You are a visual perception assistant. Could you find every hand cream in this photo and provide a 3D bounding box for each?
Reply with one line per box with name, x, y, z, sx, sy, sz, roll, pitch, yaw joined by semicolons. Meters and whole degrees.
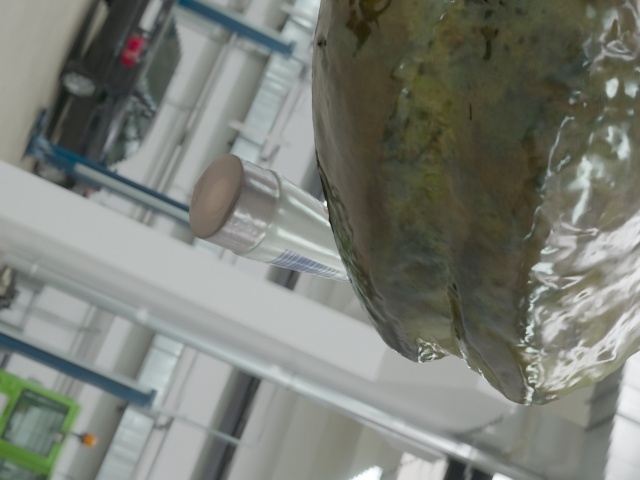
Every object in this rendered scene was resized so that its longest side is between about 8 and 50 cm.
hand cream;0.000;0.000;1.094;0.133;0.247;0.083;34;-81;52

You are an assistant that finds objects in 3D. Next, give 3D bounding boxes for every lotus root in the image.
lotus root;0.119;-0.081;0.678;0.346;0.250;0.250;81;22;-51
